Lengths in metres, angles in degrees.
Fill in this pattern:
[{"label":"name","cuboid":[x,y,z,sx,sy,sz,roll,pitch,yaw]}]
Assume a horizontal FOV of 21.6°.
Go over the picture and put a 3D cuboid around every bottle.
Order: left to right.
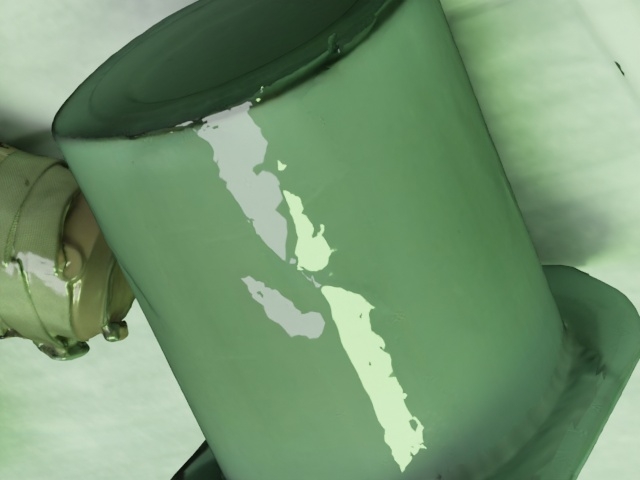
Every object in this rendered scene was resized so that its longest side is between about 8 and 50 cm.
[{"label":"bottle","cuboid":[-0.147,0.002,0.798,0.152,0.099,0.099,17,139,8]}]

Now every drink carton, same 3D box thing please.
[{"label":"drink carton","cuboid":[0.000,0.000,0.656,0.185,0.191,0.189,-9,118,39]}]
